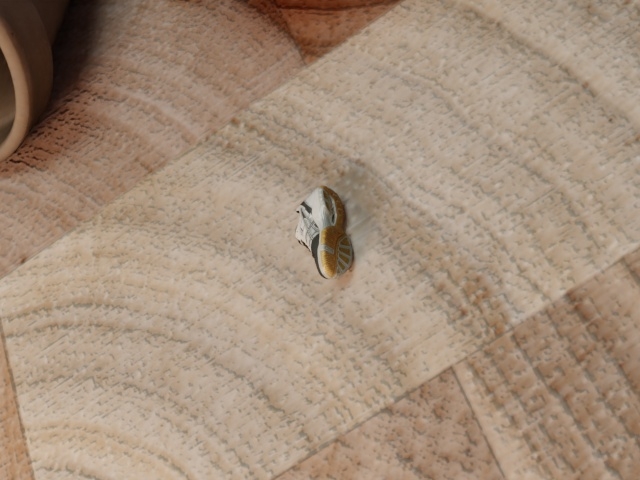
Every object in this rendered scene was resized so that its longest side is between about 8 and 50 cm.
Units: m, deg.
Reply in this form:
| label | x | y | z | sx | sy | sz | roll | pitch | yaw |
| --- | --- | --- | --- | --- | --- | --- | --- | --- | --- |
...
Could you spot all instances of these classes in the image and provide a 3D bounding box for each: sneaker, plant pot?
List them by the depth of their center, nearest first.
| label | x | y | z | sx | sy | sz | roll | pitch | yaw |
| --- | --- | --- | --- | --- | --- | --- | --- | --- | --- |
| sneaker | 0.000 | 0.000 | 1.113 | 0.037 | 0.032 | 0.083 | -34 | 40 | 29 |
| plant pot | -0.332 | -0.233 | 1.367 | 0.263 | 0.263 | 0.229 | -6 | 40 | 31 |
